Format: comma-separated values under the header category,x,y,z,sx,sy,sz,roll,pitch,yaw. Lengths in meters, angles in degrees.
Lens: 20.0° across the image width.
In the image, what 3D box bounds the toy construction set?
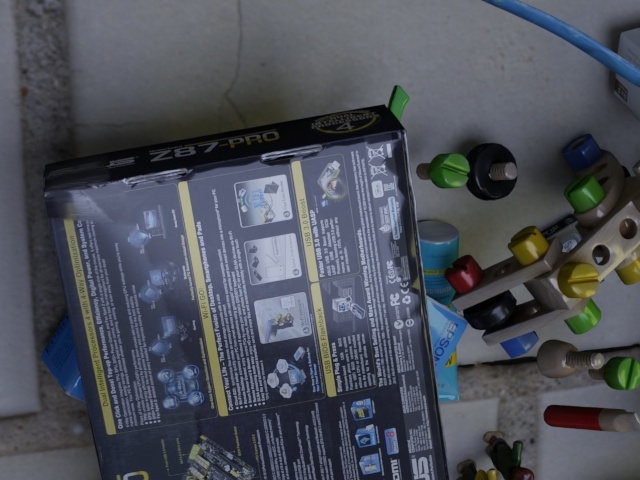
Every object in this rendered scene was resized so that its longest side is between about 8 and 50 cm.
category,x,y,z,sx,sy,sz,roll,pitch,yaw
toy construction set,0.284,0.037,1.775,0.257,0.237,0.309,-16,98,-31

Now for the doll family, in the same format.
category,x,y,z,sx,sy,sz,roll,pitch,yaw
doll family,0.185,0.306,1.965,0.076,0.111,0.193,-8,113,-17

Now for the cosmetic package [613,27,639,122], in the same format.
category,x,y,z,sx,sy,sz,roll,pitch,yaw
cosmetic package,0.428,-0.179,1.845,0.231,0.117,0.085,-15,130,-20

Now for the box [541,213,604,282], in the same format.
category,x,y,z,sx,sy,sz,roll,pitch,yaw
box,0.259,0.023,1.933,0.067,0.018,0.083,-29,117,-7

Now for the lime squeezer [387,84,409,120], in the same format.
category,x,y,z,sx,sy,sz,roll,pitch,yaw
lime squeezer,0.000,0.000,1.694,0.310,0.059,0.110,-43,116,-8

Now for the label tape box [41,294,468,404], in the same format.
category,x,y,z,sx,sy,sz,roll,pitch,yaw
label tape box,-0.060,0.097,1.788,0.347,0.115,0.249,29,93,-29

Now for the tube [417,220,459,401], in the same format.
category,x,y,z,sx,sy,sz,roll,pitch,yaw
tube,0.112,0.082,1.892,0.080,0.052,0.207,-2,117,-7

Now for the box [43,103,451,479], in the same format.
category,x,y,z,sx,sy,sz,roll,pitch,yaw
box,-0.058,0.099,1.633,0.318,0.097,0.395,-11,111,-6

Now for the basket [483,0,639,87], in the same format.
category,x,y,z,sx,sy,sz,roll,pitch,yaw
basket,0.268,-0.311,1.686,0.254,0.201,0.289,27,68,-26
